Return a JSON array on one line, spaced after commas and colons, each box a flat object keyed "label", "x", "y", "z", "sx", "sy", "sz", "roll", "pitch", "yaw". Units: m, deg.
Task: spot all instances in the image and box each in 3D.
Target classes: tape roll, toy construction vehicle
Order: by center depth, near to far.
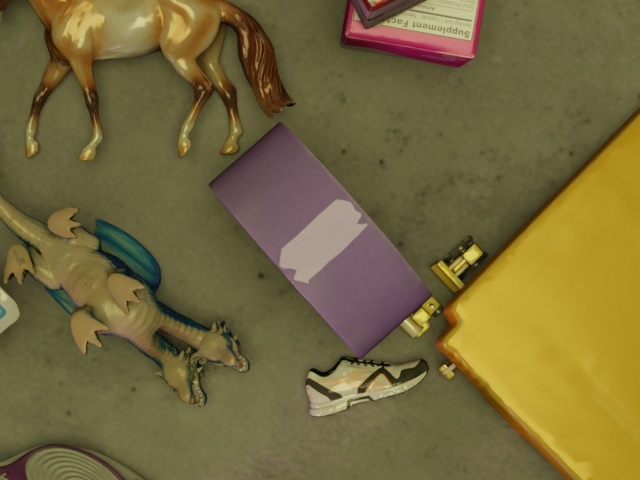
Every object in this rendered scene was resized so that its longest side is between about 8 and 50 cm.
[{"label": "tape roll", "x": 0.000, "y": 0.000, "z": 1.457, "sx": 0.080, "sy": 0.189, "sz": 0.189, "roll": -42, "pitch": 93, "yaw": 0}, {"label": "toy construction vehicle", "x": 0.120, "y": 0.058, "z": 1.540, "sx": 0.098, "sy": 0.035, "sz": 0.086, "roll": -41, "pitch": 93, "yaw": 0}]

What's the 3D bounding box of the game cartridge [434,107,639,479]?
[{"label": "game cartridge", "x": 0.295, "y": 0.091, "z": 1.527, "sx": 0.285, "sy": 0.052, "sz": 0.324, "roll": -44, "pitch": 91, "yaw": -8}]

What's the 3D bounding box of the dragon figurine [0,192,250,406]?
[{"label": "dragon figurine", "x": -0.188, "y": 0.031, "z": 1.501, "sx": 0.289, "sy": 0.144, "sz": 0.085, "roll": 40, "pitch": 92, "yaw": 16}]

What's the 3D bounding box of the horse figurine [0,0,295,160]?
[{"label": "horse figurine", "x": -0.152, "y": -0.155, "z": 1.508, "sx": 0.263, "sy": 0.066, "sz": 0.174, "roll": 0, "pitch": 98, "yaw": 0}]

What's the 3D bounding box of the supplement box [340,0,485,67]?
[{"label": "supplement box", "x": 0.087, "y": -0.261, "z": 1.490, "sx": 0.114, "sy": 0.111, "sz": 0.220, "roll": 11, "pitch": 92, "yaw": -2}]

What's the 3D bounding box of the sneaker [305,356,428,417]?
[{"label": "sneaker", "x": 0.038, "y": 0.117, "z": 1.536, "sx": 0.109, "sy": 0.040, "sz": 0.044, "roll": -16, "pitch": 90, "yaw": -2}]

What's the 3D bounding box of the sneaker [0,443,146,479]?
[{"label": "sneaker", "x": -0.269, "y": 0.253, "z": 1.510, "sx": 0.305, "sy": 0.114, "sz": 0.152, "roll": 2, "pitch": 124, "yaw": -11}]

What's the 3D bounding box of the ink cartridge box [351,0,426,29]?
[{"label": "ink cartridge box", "x": 0.067, "y": -0.213, "z": 1.367, "sx": 0.099, "sy": 0.135, "sz": 0.056, "roll": -28, "pitch": 90, "yaw": -1}]

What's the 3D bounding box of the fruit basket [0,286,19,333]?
[{"label": "fruit basket", "x": -0.476, "y": 0.051, "z": 1.454, "sx": 0.353, "sy": 0.165, "sz": 0.327, "roll": -40, "pitch": 93, "yaw": 3}]
